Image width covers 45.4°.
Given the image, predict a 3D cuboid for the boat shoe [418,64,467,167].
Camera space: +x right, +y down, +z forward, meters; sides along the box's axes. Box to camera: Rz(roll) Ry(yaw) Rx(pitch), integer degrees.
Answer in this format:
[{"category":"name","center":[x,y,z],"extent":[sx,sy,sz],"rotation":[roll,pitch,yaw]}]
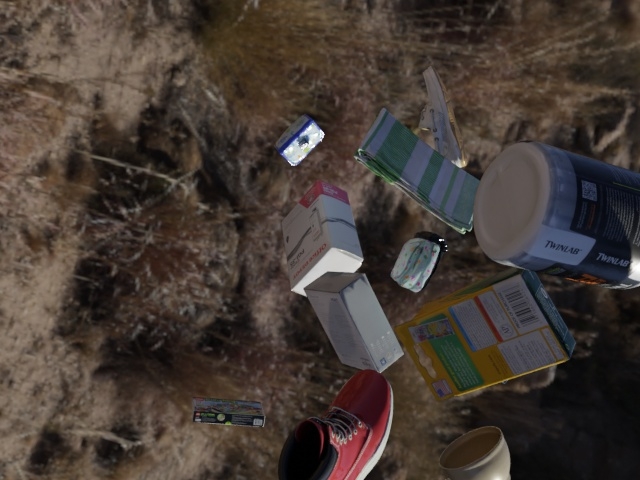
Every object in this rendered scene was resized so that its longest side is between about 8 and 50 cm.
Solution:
[{"category":"boat shoe","center":[0.300,-0.315,1.992],"extent":[0.098,0.096,0.277],"rotation":[-4,78,-69]}]

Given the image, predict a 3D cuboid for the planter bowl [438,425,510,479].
[{"category":"planter bowl","center":[0.369,0.519,1.756],"extent":[0.109,0.162,0.162],"rotation":[60,23,-6]}]

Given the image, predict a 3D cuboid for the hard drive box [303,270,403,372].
[{"category":"hard drive box","center":[0.079,0.198,1.886],"extent":[0.089,0.181,0.232],"rotation":[-34,106,-25]}]

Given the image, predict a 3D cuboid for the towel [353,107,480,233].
[{"category":"towel","center":[0.246,-0.173,1.845],"extent":[0.038,0.324,0.248],"rotation":[-51,-173,38]}]

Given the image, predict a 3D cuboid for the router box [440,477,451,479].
[{"category":"router box","center":[0.250,0.763,2.127],"extent":[0.335,0.301,0.082],"rotation":[106,-40,-69]}]

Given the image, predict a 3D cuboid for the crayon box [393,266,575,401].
[{"category":"crayon box","center":[0.344,0.200,1.631],"extent":[0.203,0.322,0.083],"rotation":[59,34,-5]}]

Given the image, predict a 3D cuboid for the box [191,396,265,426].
[{"category":"box","center":[-0.273,0.503,2.246],"extent":[0.114,0.206,0.036],"rotation":[-140,-122,-75]}]

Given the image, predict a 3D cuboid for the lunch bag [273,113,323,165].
[{"category":"lunch bag","center":[-0.061,-0.279,2.108],"extent":[0.129,0.096,0.151],"rotation":[-46,177,3]}]

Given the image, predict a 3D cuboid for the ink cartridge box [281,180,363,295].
[{"category":"ink cartridge box","center":[0.000,0.000,2.217],"extent":[0.207,0.117,0.283],"rotation":[-47,-144,31]}]

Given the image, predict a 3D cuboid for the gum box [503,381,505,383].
[{"category":"gum box","center":[0.470,0.255,2.006],"extent":[0.157,0.184,0.041],"rotation":[-45,-166,-8]}]

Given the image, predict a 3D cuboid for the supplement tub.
[{"category":"supplement tub","center":[0.418,-0.031,1.204],"extent":[0.193,0.315,0.194],"rotation":[-168,-90,-67]}]

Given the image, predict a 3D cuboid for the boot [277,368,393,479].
[{"category":"boot","center":[0.025,0.232,0.956],"extent":[0.176,0.088,0.244],"rotation":[83,31,-46]}]

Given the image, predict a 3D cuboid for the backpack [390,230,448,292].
[{"category":"backpack","center":[0.297,0.065,2.333],"extent":[0.182,0.115,0.152],"rotation":[-64,-175,-8]}]
